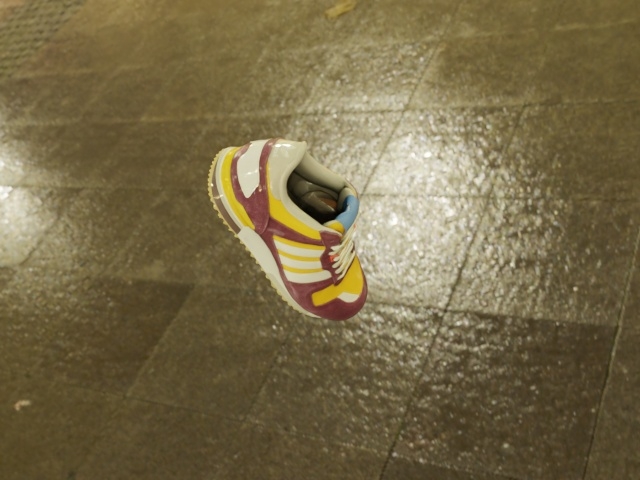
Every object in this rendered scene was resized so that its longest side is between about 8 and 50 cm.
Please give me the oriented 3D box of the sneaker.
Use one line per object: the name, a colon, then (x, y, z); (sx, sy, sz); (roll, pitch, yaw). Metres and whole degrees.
sneaker: (0.000, 0.000, 0.569); (0.083, 0.185, 0.070); (-5, 53, 36)
